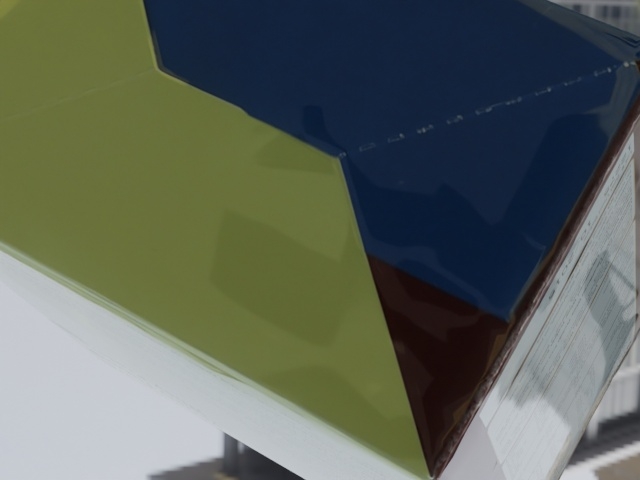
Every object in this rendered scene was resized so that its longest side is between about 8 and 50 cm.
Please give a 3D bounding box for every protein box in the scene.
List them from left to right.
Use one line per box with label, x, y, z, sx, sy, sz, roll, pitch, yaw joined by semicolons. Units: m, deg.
protein box;0.000;0.000;0.470;0.199;0.136;0.201;26;166;21
